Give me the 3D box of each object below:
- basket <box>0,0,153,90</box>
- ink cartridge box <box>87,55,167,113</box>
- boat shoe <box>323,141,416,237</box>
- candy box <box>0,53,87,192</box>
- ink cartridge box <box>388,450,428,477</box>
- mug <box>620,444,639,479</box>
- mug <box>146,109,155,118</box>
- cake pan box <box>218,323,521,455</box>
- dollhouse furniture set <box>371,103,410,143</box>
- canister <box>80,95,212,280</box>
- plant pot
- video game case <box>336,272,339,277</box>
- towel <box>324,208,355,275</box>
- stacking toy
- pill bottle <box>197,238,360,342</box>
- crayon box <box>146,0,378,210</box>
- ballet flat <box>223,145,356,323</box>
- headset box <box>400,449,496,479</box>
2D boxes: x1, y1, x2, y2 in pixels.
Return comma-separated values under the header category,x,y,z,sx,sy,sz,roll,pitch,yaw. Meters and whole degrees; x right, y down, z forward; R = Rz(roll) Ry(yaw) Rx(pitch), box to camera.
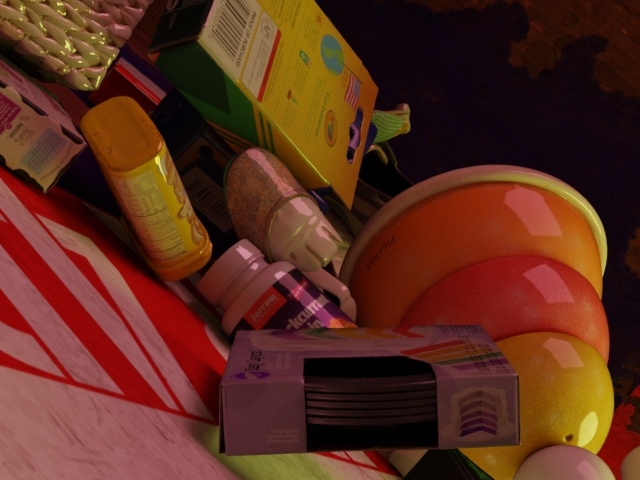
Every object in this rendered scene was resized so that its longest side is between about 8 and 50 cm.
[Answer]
category,x,y,z,sx,sy,sz,roll,pitch,yaw
basket,-0.366,-0.367,1.515,0.331,0.266,0.328,20,-13,49
ink cartridge box,-0.304,-0.225,2.244,0.134,0.078,0.231,41,5,-11
boat shoe,0.060,-0.108,2.114,0.355,0.130,0.132,43,36,22
candy box,-0.360,-0.163,1.385,0.233,0.071,0.159,38,6,-32
ink cartridge box,0.194,0.328,1.618,0.224,0.056,0.181,49,7,23
mug,0.599,0.474,1.937,0.374,0.276,0.328,44,36,-52
mug,-0.193,-0.120,2.064,0.150,0.113,0.169,43,8,30
cake pan box,0.038,0.128,1.205,0.267,0.246,0.070,-81,168,-84
dollhouse furniture set,-0.031,-0.109,1.969,0.301,0.151,0.197,-1,6,32
canister,-0.184,-0.055,1.444,0.126,0.073,0.170,51,-14,41
plant pot,-0.102,-0.102,1.760,0.236,0.236,0.212,41,42,-15
video game case,0.018,0.113,1.811,0.227,0.026,0.206,40,27,-21
towel,0.074,0.061,2.065,0.332,0.053,0.317,-14,52,-46
stacking toy,0.224,0.176,1.599,0.350,0.350,0.480,38,25,-36
pill bottle,-0.038,0.091,1.486,0.193,0.108,0.108,43,5,8
crayon box,-0.055,-0.194,1.588,0.318,0.081,0.202,48,44,-39
ballet flat,-0.016,0.027,1.580,0.106,0.107,0.316,20,-36,40
headset box,0.168,0.313,1.083,0.283,0.131,0.246,40,5,-17
